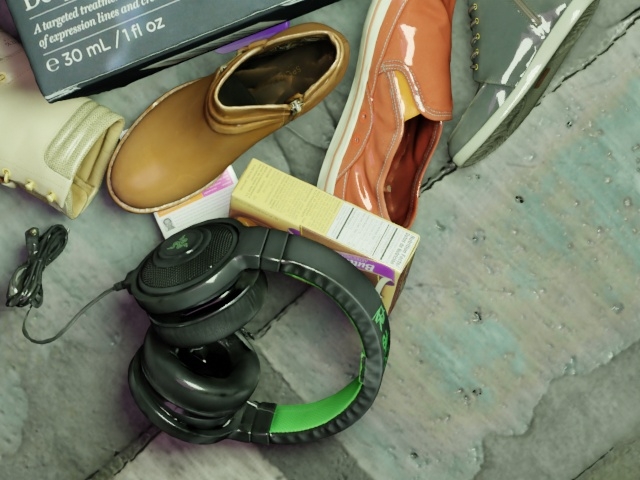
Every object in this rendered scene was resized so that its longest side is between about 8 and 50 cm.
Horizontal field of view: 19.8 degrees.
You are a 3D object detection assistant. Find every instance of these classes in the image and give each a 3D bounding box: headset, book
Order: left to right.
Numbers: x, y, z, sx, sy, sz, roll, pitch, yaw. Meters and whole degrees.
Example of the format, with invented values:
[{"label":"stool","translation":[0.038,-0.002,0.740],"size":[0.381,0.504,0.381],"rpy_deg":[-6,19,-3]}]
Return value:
[{"label":"book","translation":[-0.138,-0.066,1.915],"size":[0.096,0.035,0.144],"rpy_deg":[-23,94,5]},{"label":"headset","translation":[-0.123,0.072,1.865],"size":[0.394,0.185,0.243],"rpy_deg":[9,126,5]}]

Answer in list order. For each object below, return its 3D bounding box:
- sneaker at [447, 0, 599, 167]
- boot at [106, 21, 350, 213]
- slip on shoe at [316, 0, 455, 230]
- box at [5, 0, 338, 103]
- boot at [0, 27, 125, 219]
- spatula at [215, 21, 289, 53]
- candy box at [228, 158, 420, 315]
[{"label":"sneaker","translation":[0.173,-0.188,1.852],"size":[0.118,0.083,0.222],"rpy_deg":[38,101,15]},{"label":"boot","translation":[-0.092,-0.118,1.789],"size":[0.283,0.220,0.109],"rpy_deg":[-28,95,-1]},{"label":"slip on shoe","translation":[0.093,-0.156,1.824],"size":[0.101,0.123,0.331],"rpy_deg":[26,107,28]},{"label":"box","translation":[-0.173,-0.372,1.774],"size":[0.293,0.212,0.395],"rpy_deg":[-20,93,18]},{"label":"boot","translation":[-0.342,-0.070,1.897],"size":[0.203,0.095,0.262],"rpy_deg":[35,93,10]},{"label":"spatula","translation":[0.018,-0.267,1.875],"size":[0.296,0.030,0.084],"rpy_deg":[-14,93,8]},{"label":"candy box","translation":[0.000,0.000,1.838],"size":[0.187,0.109,0.053],"rpy_deg":[26,61,7]}]
